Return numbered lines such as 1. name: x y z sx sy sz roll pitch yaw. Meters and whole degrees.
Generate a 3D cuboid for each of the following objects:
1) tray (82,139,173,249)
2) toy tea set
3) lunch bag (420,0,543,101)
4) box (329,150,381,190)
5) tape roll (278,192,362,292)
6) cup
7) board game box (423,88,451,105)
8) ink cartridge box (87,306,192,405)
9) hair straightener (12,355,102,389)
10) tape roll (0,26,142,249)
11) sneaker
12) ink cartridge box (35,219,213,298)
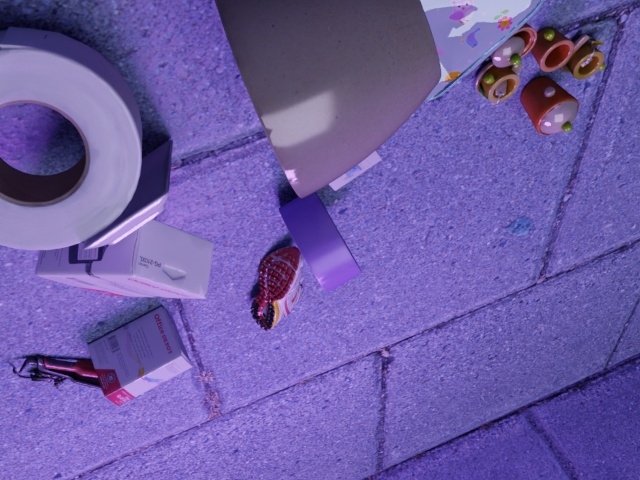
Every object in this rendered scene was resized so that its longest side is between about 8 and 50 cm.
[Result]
1. tray: -0.277 -0.068 1.280 0.145 0.270 0.030 -34 113 6
2. toy tea set: 0.416 -0.300 1.594 0.336 0.124 0.200 5 134 -41
3. lunch bag: 0.184 -0.356 1.295 0.224 0.108 0.279 34 121 -32
4. box: 0.004 -0.193 1.436 0.103 0.114 0.203 -33 147 9
5. tape roll: 0.000 0.000 1.629 0.080 0.189 0.189 -29 147 2
6. cup: 0.023 -0.251 1.142 0.237 0.331 0.331 -21 147 4
7. board game box: 0.206 -0.326 1.461 0.194 0.060 0.194 10 131 -44
8. ink cartridge box: -0.365 0.235 1.727 0.175 0.127 0.072 -27 148 -2
9. hair straightener: -0.529 0.283 1.743 0.230 0.047 0.089 15 127 -47
10. tape roll: -0.382 -0.133 1.137 0.286 0.100 0.286 -5 119 -8
11. sneaker: -0.081 0.091 1.807 0.092 0.088 0.225 -29 154 -41
12. ink cartridge box: -0.319 0.030 1.398 0.237 0.100 0.172 -1 164 36
